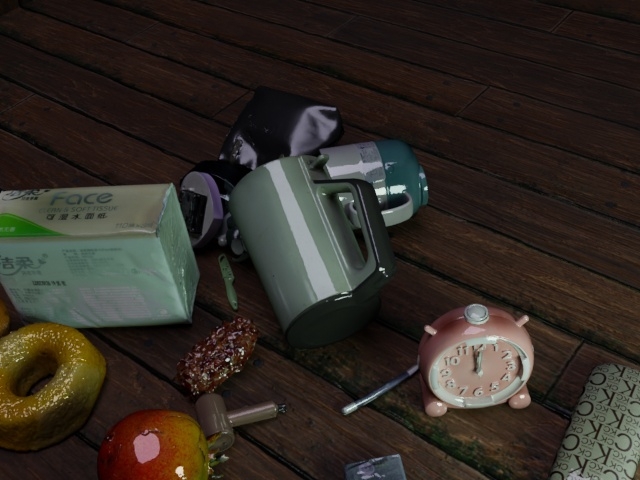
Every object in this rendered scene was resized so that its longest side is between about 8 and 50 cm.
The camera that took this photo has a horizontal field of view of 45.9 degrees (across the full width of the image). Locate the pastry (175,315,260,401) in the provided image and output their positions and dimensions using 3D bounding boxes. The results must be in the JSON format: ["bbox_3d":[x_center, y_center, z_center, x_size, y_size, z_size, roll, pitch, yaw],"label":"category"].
[{"bbox_3d":[-0.221,0.252,1.630,0.115,0.097,0.208,31,55,26],"label":"pastry"}]

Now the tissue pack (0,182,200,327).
[{"bbox_3d":[-0.509,0.040,1.729,0.405,0.331,0.205,-1,44,6],"label":"tissue pack"}]

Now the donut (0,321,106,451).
[{"bbox_3d":[-0.613,0.298,1.628,0.303,0.110,0.302,-4,43,3],"label":"donut"}]

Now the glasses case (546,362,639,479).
[{"bbox_3d":[0.526,0.371,1.406,0.137,0.085,0.354,18,48,24],"label":"glasses case"}]

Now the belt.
[{"bbox_3d":[-0.275,-0.131,2.019,0.199,0.151,0.078,12,39,22],"label":"belt"}]

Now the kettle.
[{"bbox_3d":[0.000,0.000,1.657,0.250,0.361,0.376,9,47,-44],"label":"kettle"}]

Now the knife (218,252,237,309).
[{"bbox_3d":[-0.224,0.099,1.860,0.030,0.014,0.207,-16,42,-7],"label":"knife"}]

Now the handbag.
[{"bbox_3d":[-0.121,-0.285,2.177,0.342,0.152,0.288,22,61,32],"label":"handbag"}]

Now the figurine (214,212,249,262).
[{"bbox_3d":[-0.202,-0.020,1.911,0.147,0.126,0.192,-23,27,-1],"label":"figurine"}]

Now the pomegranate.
[{"bbox_3d":[-0.293,0.409,1.396,0.235,0.210,0.210,1,36,-29],"label":"pomegranate"}]

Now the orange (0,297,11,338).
[{"bbox_3d":[-0.815,0.207,1.709,0.224,0.170,0.224,-15,17,5],"label":"orange"}]

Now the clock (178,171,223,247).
[{"bbox_3d":[-0.317,-0.073,1.919,0.064,0.197,0.172,2,12,-41],"label":"clock"}]

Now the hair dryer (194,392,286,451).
[{"bbox_3d":[-0.159,0.356,1.545,0.182,0.064,0.117,-10,40,-15],"label":"hair dryer"}]

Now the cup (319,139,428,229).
[{"bbox_3d":[0.128,-0.125,1.897,0.258,0.219,0.289,-10,33,-5],"label":"cup"}]

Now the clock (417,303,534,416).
[{"bbox_3d":[0.302,0.217,1.495,0.227,0.241,0.142,-7,39,2],"label":"clock"}]

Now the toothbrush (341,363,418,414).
[{"bbox_3d":[0.166,0.293,1.589,0.288,0.024,0.026,-26,60,-21],"label":"toothbrush"}]

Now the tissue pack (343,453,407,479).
[{"bbox_3d":[0.109,0.474,1.378,0.113,0.051,0.156,-9,42,-4],"label":"tissue pack"}]
